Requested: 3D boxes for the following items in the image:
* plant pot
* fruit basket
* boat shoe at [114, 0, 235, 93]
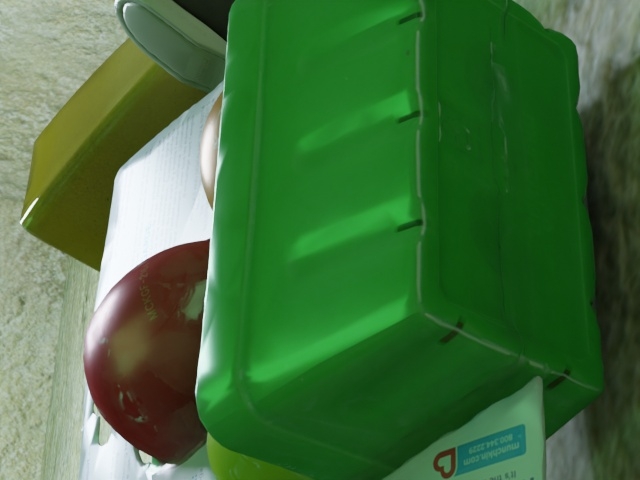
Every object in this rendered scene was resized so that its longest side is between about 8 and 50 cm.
[{"bbox_3d":[-0.083,-0.069,1.022,0.187,0.212,0.212,-55,19,12],"label":"plant pot"},{"bbox_3d":[-0.019,0.031,0.675,0.353,0.165,0.327,-37,42,46],"label":"fruit basket"},{"bbox_3d":[-0.026,-0.105,0.880,0.069,0.228,0.081,-53,8,-24],"label":"boat shoe"}]
